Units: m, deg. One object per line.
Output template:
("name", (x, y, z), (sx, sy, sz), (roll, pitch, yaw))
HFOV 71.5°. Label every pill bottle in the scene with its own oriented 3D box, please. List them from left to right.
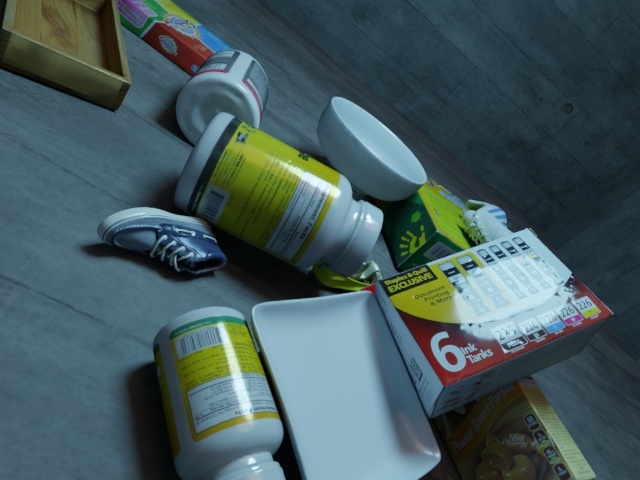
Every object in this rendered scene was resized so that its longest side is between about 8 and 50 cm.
("pill bottle", (-0.110, 0.189, 0.493), (0.118, 0.117, 0.208), (13, 39, -44))
("pill bottle", (-0.214, -0.344, 1.048), (0.176, 0.176, 0.318), (32, 29, -20))
("pill bottle", (-0.067, -0.068, 0.792), (0.334, 0.188, 0.188), (27, 30, -11))

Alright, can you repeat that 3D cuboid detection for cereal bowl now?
("cereal bowl", (0.121, -0.228, 1.217), (0.339, 0.141, 0.339), (33, 28, -20))

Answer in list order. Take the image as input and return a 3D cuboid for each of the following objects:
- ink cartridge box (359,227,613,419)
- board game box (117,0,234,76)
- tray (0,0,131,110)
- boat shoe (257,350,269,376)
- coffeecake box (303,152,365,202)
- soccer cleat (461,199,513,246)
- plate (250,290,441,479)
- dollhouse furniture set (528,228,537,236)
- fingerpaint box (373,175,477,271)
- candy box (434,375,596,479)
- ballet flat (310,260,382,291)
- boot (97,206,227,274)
("ink cartridge box", (0.257, 0.106, 0.769), (0.309, 0.130, 0.272), (-18, 50, -15))
("board game box", (-0.416, -0.592, 1.255), (0.316, 0.064, 0.242), (34, 29, -17))
("tray", (-0.516, -0.440, 0.899), (0.203, 0.076, 0.411), (15, 37, -42))
("boat shoe", (0.005, 0.193, 0.693), (0.228, 0.069, 0.081), (26, 40, -35))
("coffeecake box", (0.029, -0.162, 1.232), (0.142, 0.068, 0.185), (52, 28, 18))
("soccer cleat", (0.450, -0.009, 1.200), (0.143, 0.116, 0.331), (25, 28, -3))
("plate", (0.036, 0.210, 0.610), (0.277, 0.045, 0.278), (1, 61, -50))
("dollhouse furniture set", (0.571, -0.003, 1.325), (0.091, 0.114, 0.081), (52, 33, 8))
("fingerpaint box", (0.395, -0.005, 1.390), (0.445, 0.163, 0.371), (27, 32, -29))
("candy box", (0.302, 0.304, 0.806), (0.087, 0.183, 0.316), (20, 35, -40))
("ballet flat", (0.082, 0.074, 0.956), (0.231, 0.077, 0.077), (16, 37, -42))
("boot", (-0.222, 0.006, 0.656), (0.086, 0.069, 0.190), (52, 27, 23))
